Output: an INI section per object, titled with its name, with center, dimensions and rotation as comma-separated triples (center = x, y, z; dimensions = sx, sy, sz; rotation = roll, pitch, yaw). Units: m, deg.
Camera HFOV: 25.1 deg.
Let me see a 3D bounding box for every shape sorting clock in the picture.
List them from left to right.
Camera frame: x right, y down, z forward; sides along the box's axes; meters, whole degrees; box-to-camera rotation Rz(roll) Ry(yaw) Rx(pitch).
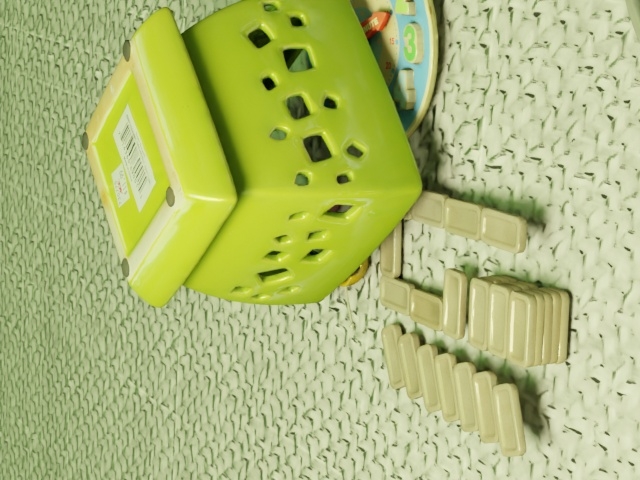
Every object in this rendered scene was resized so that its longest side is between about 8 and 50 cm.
[shape sorting clock]
center = 0.039, -0.182, 1.299
dimensions = 0.206, 0.040, 0.206
rotation = 12, 104, 57

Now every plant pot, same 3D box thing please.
[plant pot]
center = -0.076, -0.076, 1.273
dimensions = 0.227, 0.207, 0.228
rotation = -50, 53, 52

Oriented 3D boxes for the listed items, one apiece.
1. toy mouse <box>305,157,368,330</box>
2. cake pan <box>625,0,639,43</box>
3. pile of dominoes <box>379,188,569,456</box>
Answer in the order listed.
[toy mouse]
center = 0.000, 0.000, 1.394
dimensions = 0.143, 0.031, 0.161
rotation = 5, 98, 57
[cake pan]
center = 0.302, -0.201, 0.874
dimensions = 0.293, 0.054, 0.293
rotation = 13, 106, 56
[pile of dominoes]
center = 0.124, 0.059, 1.228
dimensions = 0.251, 0.040, 0.196
rotation = -158, 66, -63
